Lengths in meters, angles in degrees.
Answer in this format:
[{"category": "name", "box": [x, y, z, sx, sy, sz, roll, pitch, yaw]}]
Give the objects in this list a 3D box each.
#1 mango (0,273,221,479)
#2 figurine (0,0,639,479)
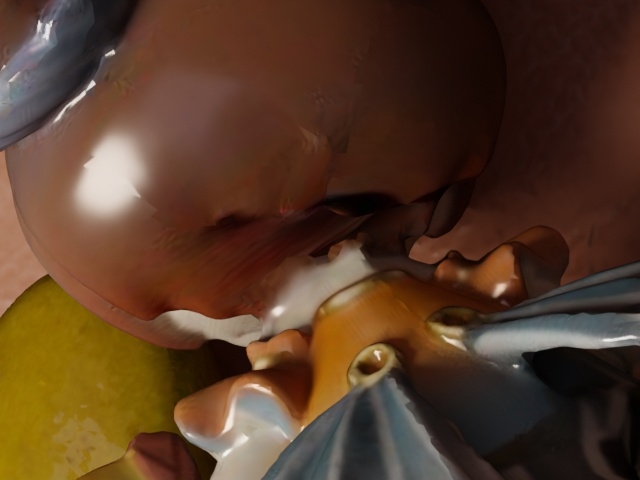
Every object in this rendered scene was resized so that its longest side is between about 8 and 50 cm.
[{"category": "mango", "box": [-0.090, 0.103, 0.796, 0.137, 0.098, 0.195, 10, 87, 15]}, {"category": "figurine", "box": [-0.001, 0.001, 0.670, 0.276, 0.248, 0.388, -23, 60, -16]}]
